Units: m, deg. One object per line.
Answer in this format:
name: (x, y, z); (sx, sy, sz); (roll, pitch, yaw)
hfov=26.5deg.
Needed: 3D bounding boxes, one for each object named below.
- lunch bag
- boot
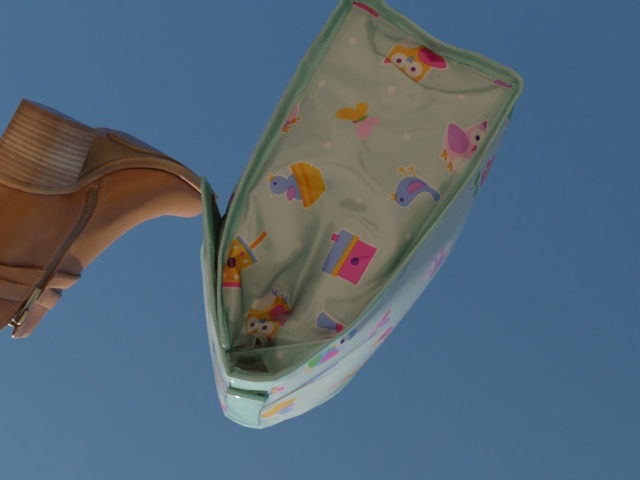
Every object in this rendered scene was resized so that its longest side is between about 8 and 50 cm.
lunch bag: (0.000, 0.000, 0.916); (0.160, 0.223, 0.262); (30, -105, 3)
boot: (-0.233, 0.000, 1.321); (0.109, 0.283, 0.220); (28, -84, 29)
